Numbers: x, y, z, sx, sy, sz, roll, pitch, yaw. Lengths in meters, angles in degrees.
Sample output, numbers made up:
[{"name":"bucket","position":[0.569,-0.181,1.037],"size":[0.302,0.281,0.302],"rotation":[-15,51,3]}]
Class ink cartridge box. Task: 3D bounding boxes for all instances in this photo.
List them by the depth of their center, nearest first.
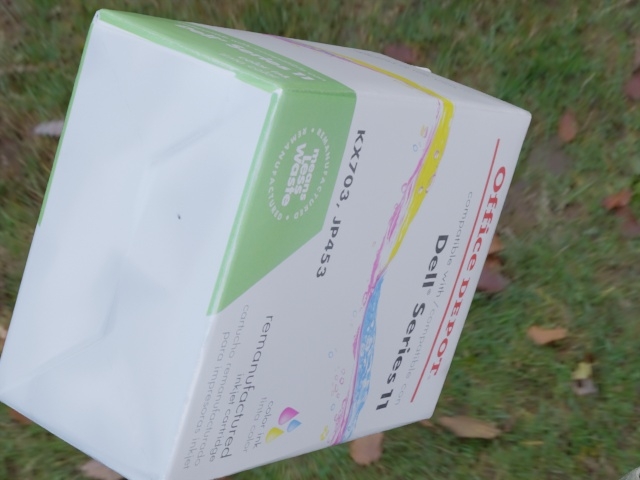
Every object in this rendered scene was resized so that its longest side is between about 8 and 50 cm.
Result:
[{"name":"ink cartridge box","position":[0.000,0.000,0.861],"size":[0.119,0.353,0.207],"rotation":[24,104,28]}]

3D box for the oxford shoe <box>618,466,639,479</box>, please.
[{"name":"oxford shoe","position":[0.224,0.244,1.109],"size":[0.140,0.397,0.146],"rotation":[33,74,-7]}]
